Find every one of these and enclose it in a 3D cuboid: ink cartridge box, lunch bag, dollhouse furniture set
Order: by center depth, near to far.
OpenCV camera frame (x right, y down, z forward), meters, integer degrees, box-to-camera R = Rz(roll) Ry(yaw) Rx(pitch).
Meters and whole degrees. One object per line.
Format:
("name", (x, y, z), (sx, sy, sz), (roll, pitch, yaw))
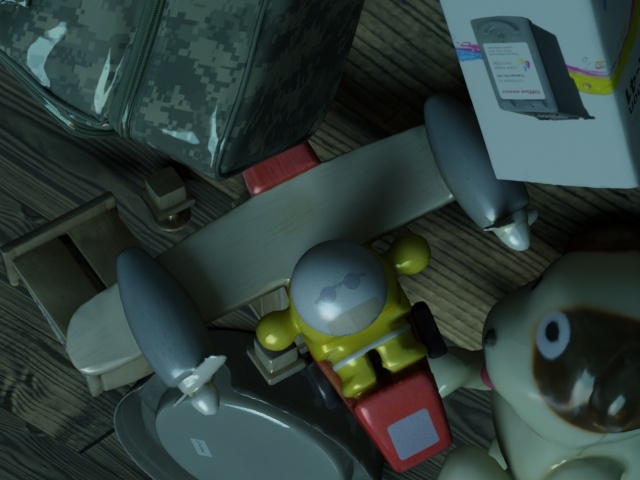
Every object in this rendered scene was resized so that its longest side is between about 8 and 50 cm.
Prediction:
("ink cartridge box", (0.191, -0.222, 1.530), (0.131, 0.226, 0.306), (6, 145, 26))
("lunch bag", (-0.121, -0.196, 1.637), (0.256, 0.305, 0.212), (24, 109, 12))
("dollhouse furniture set", (-0.169, 0.113, 2.095), (0.303, 0.356, 0.174), (51, 160, 31))

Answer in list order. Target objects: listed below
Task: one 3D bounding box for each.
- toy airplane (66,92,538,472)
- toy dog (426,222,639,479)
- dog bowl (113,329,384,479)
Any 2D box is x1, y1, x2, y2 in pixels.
("toy airplane", (0.000, 0.000, 1.828), (0.384, 0.386, 0.272), (19, -172, -9))
("toy dog", (0.294, 0.181, 2.001), (0.395, 0.284, 0.408), (-5, 140, 16))
("dog bowl", (-0.077, 0.239, 2.459), (0.349, 0.102, 0.348), (16, 146, 11))
